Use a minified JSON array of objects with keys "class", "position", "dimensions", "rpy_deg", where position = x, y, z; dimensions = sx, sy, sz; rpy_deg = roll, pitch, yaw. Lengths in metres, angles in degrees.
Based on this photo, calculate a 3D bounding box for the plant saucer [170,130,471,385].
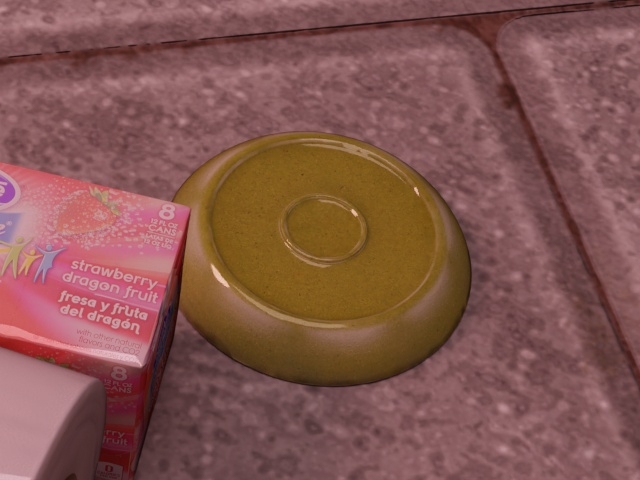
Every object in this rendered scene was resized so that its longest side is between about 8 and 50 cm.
[{"class":"plant saucer","position":[0.000,0.000,1.342],"dimensions":[0.241,0.037,0.241],"rpy_deg":[5,51,-6]}]

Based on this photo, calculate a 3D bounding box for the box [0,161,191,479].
[{"class":"box","position":[-0.250,0.038,1.190],"dimensions":[0.300,0.154,0.142],"rpy_deg":[13,51,1]}]

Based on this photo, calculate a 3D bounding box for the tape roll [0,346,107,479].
[{"class":"tape roll","position":[-0.242,0.170,1.028],"dimensions":[0.169,0.246,0.246],"rpy_deg":[18,51,4]}]
